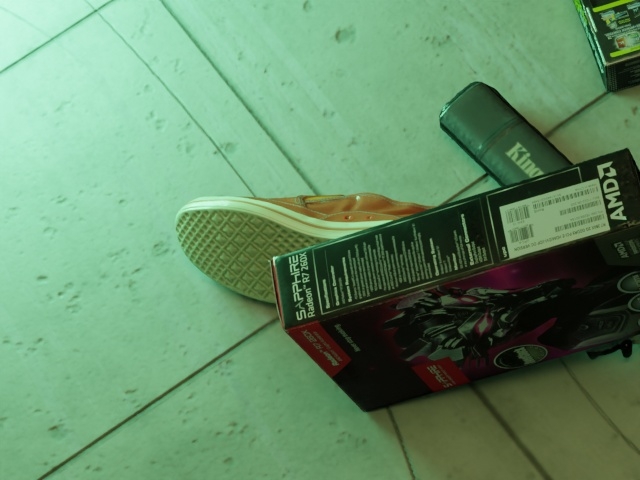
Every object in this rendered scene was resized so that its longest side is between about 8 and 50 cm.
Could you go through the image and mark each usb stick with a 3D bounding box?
[{"bbox_3d":[0.238,-0.071,1.980,0.077,0.045,0.278,-37,61,-10],"label":"usb stick"}]

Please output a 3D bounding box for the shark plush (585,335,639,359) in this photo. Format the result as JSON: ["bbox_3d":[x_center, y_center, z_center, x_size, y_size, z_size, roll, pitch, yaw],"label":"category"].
[{"bbox_3d":[0.351,0.079,1.886,0.161,0.073,0.067,-44,36,4],"label":"shark plush"}]

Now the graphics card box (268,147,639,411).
[{"bbox_3d":[0.164,0.048,1.790,0.371,0.233,0.094,-18,58,14],"label":"graphics card box"}]

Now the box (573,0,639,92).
[{"bbox_3d":[0.422,-0.304,2.060,0.270,0.060,0.216,-17,60,3],"label":"box"}]

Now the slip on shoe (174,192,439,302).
[{"bbox_3d":[0.000,0.000,1.968,0.331,0.123,0.101,3,30,19],"label":"slip on shoe"}]
